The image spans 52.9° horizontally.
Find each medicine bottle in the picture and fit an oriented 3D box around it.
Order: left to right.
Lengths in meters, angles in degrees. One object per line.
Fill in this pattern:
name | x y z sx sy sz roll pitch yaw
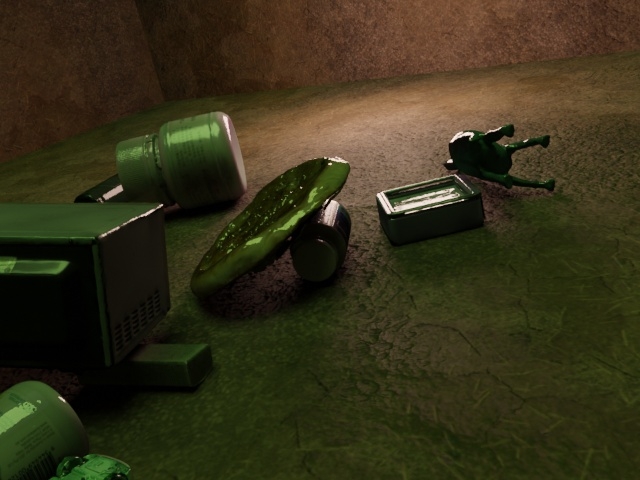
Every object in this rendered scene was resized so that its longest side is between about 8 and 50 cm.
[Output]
medicine bottle | -0.392 0.271 0.739 0.135 0.134 0.215 4 27 36
medicine bottle | -0.369 -0.202 1.729 0.302 0.241 0.241 -12 22 0
medicine bottle | 0.000 0.000 1.222 0.107 0.106 0.191 -8 23 11

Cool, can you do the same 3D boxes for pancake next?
pancake | -0.097 -0.037 1.227 0.382 0.071 0.382 -37 16 12

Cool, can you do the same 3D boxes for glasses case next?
glasses case | -0.271 0.191 0.986 0.205 0.047 0.071 -4 14 21

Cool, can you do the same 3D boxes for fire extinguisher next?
fire extinguisher | -0.595 -0.152 1.919 0.114 0.095 0.311 -39 7 30

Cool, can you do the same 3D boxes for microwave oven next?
microwave oven | -0.444 0.067 0.988 0.355 0.218 0.286 1 15 5

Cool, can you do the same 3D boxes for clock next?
clock | 0.220 -0.065 1.308 0.194 0.073 0.144 -13 23 -1

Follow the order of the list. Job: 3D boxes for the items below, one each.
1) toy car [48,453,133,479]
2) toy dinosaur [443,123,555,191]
toy car | -0.297 0.311 0.675 0.090 0.076 0.224 2 18 36
toy dinosaur | 0.298 -0.181 1.374 0.384 0.129 0.331 10 2 -42
